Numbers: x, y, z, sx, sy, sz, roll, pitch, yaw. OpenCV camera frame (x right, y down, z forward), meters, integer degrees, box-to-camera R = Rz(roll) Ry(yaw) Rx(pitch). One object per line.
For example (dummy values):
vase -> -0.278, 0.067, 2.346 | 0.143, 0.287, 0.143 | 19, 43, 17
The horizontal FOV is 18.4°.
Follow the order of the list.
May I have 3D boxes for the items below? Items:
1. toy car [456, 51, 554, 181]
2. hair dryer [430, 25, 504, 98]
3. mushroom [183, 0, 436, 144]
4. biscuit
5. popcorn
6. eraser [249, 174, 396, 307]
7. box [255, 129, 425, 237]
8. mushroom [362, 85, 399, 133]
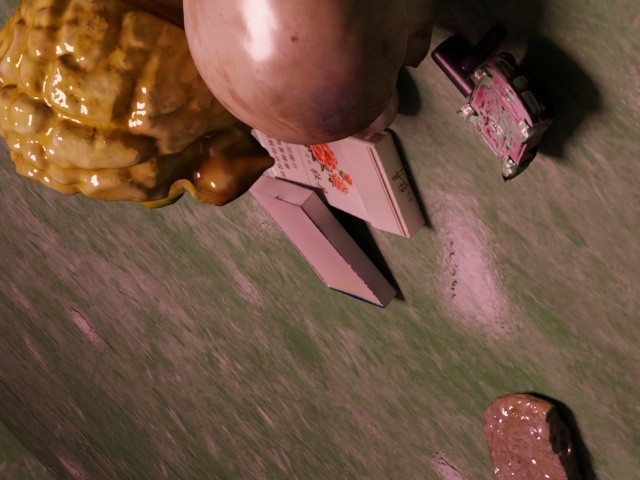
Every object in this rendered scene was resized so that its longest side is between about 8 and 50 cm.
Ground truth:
toy car -> 0.146, -0.098, 1.498 | 0.069, 0.055, 0.142 | 55, 169, 12
hair dryer -> 0.118, -0.144, 1.517 | 0.047, 0.026, 0.083 | 49, 154, 2
mushroom -> -0.009, -0.198, 1.465 | 0.255, 0.184, 0.254 | 179, 90, -84
biscuit -> 0.210, 0.229, 1.906 | 0.133, 0.032, 0.250 | 27, 149, 46
popcorn -> -0.151, -0.142, 1.647 | 0.224, 0.258, 0.270 | -56, 51, 29
eraser -> 0.000, 0.000, 1.916 | 0.150, 0.023, 0.104 | 51, 163, -30
box -> 0.008, -0.076, 1.816 | 0.198, 0.029, 0.109 | 25, 147, 47
mushroom -> 0.021, -0.121, 1.658 | 0.085, 0.079, 0.085 | 39, 152, 26
